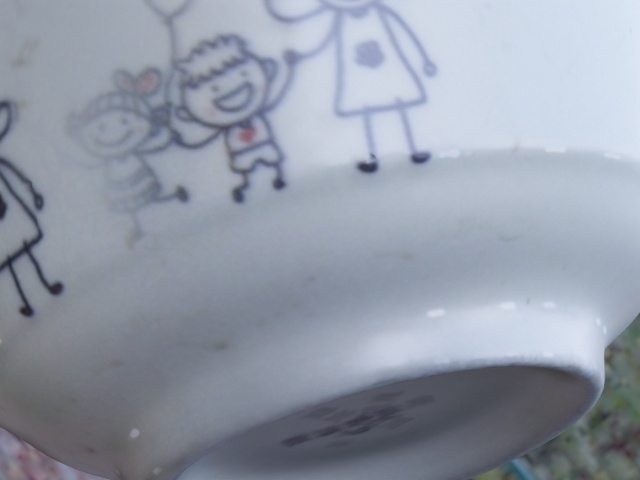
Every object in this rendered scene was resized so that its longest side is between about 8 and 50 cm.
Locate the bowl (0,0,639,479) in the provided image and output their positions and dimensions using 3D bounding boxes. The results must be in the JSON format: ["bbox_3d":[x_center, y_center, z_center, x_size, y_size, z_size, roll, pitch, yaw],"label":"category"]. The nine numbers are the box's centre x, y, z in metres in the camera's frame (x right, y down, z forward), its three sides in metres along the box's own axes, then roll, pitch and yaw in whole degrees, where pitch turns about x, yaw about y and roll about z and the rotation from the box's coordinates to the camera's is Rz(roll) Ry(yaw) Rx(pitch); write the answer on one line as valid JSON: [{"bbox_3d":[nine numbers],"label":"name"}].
[{"bbox_3d":[0.000,0.000,0.470,0.238,0.237,0.126,32,38,-61],"label":"bowl"}]
